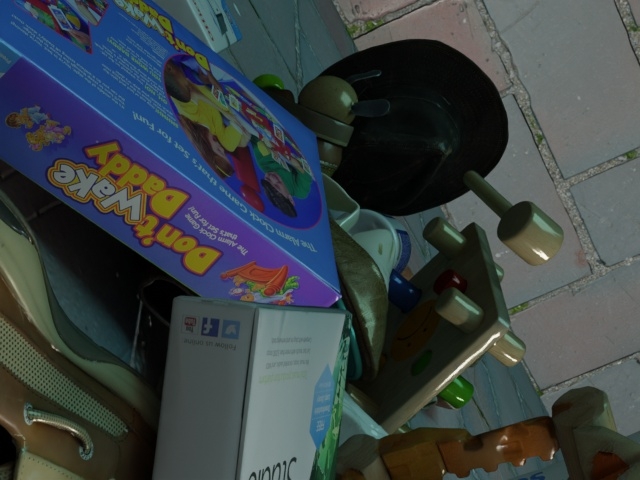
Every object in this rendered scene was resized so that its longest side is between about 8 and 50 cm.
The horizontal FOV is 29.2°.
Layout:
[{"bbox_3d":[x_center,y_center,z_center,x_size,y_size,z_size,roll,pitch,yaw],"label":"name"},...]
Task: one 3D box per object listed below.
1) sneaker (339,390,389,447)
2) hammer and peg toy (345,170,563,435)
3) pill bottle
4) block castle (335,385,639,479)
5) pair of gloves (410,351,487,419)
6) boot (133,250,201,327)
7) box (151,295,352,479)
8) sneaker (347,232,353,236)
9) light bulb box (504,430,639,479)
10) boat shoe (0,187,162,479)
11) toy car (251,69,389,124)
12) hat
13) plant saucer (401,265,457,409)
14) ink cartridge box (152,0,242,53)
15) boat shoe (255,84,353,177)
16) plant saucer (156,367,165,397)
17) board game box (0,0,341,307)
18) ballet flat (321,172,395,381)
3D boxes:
[{"bbox_3d":[0.032,0.213,1.392,0.212,0.080,0.094,53,6,-42],"label":"sneaker"},{"bbox_3d":[0.166,0.081,1.544,0.127,0.361,0.266,38,20,-19],"label":"hammer and peg toy"},{"bbox_3d":[0.079,0.011,1.874,0.112,0.112,0.187,67,12,7],"label":"pill bottle"},{"bbox_3d":[0.159,0.351,1.005,0.453,0.303,0.213,-86,157,-57],"label":"block castle"},{"bbox_3d":[0.155,0.145,1.704,0.042,0.240,0.204,33,23,-17],"label":"pair of gloves"},{"bbox_3d":[-0.081,0.070,1.101,0.248,0.090,0.207,47,13,-26],"label":"boot"},{"bbox_3d":[-0.045,0.198,0.770,0.232,0.058,0.322,14,83,-75],"label":"box"},{"bbox_3d":[0.002,0.052,1.497,0.256,0.094,0.151,35,26,-50],"label":"sneaker"},{"bbox_3d":[0.347,0.460,1.572,0.361,0.358,0.225,-82,148,-70],"label":"light bulb box"},{"bbox_3d":[-0.176,0.095,0.644,0.324,0.123,0.120,62,32,-43],"label":"boat shoe"},{"bbox_3d":[0.009,-0.176,1.747,0.149,0.188,0.155,54,17,-44],"label":"toy car"},{"bbox_3d":[0.115,-0.138,1.840,0.331,0.331,0.134,59,23,-28],"label":"hat"},{"bbox_3d":[0.153,0.149,2.078,0.310,0.050,0.310,61,13,-24],"label":"plant saucer"},{"bbox_3d":[-0.168,-0.270,1.426,0.139,0.082,0.190,63,11,-11],"label":"ink cartridge box"},{"bbox_3d":[-0.062,-0.129,1.526,0.111,0.104,0.307,20,7,-21],"label":"boat shoe"},{"bbox_3d":[-0.069,0.221,1.005,0.278,0.041,0.278,60,14,-26],"label":"plant saucer"},{"bbox_3d":[-0.138,-0.096,0.988,0.347,0.078,0.233,38,26,-30],"label":"board game box"},{"bbox_3d":[0.000,0.000,1.296,0.342,0.124,0.116,49,-33,36],"label":"ballet flat"}]
